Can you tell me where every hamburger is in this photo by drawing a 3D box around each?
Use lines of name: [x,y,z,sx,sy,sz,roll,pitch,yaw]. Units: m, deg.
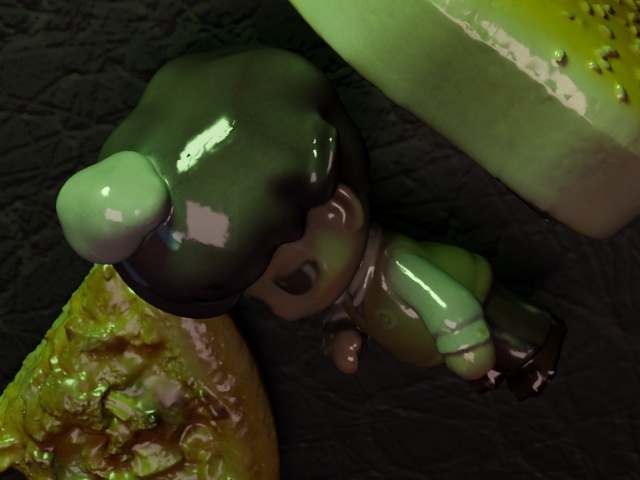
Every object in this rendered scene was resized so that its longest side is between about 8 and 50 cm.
hamburger: [0.116,-0.128,1.065,0.295,0.227,0.151,38,103,-13]

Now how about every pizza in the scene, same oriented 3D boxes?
pizza: [-0.116,0.144,1.387,0.258,0.087,0.268,31,115,-11]

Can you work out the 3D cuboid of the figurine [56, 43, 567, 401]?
figurine: [-0.008,0.018,1.243,0.206,0.218,0.365,-46,108,-2]
